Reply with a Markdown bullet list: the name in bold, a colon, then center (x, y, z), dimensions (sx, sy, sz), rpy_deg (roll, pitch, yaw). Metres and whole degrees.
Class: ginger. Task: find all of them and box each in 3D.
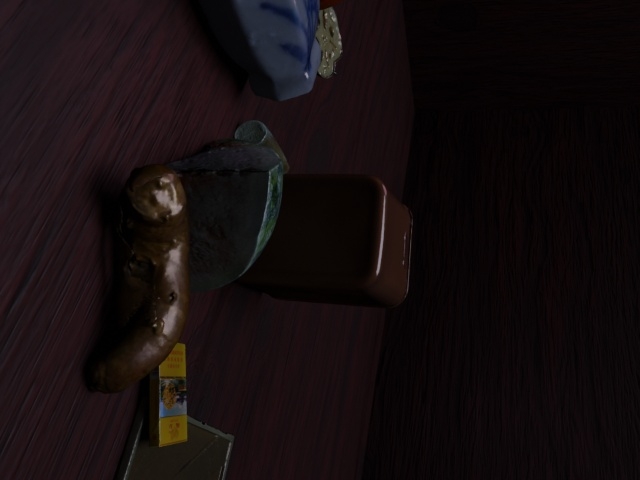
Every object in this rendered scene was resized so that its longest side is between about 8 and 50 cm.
- **ginger**: center (-0.237, 0.050, 0.737), dimensions (0.133, 0.107, 0.309), rpy_deg (-45, 140, -85)

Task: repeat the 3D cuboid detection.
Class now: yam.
- **yam**: center (-0.118, -0.192, 1.141), dimensions (0.169, 0.068, 0.068), rpy_deg (44, 50, -67)

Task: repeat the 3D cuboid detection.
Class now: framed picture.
- **framed picture**: center (-0.245, 0.422, 0.893), dimensions (0.335, 0.022, 0.247), rpy_deg (63, 33, -57)

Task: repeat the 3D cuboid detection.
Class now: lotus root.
- **lotus root**: center (-0.013, -0.536, 1.427), dimensions (0.183, 0.078, 0.203), rpy_deg (-45, 131, -49)

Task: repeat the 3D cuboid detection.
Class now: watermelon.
- **watermelon**: center (-0.191, -0.048, 0.883), dimensions (0.289, 0.214, 0.320), rpy_deg (-61, -147, 20)

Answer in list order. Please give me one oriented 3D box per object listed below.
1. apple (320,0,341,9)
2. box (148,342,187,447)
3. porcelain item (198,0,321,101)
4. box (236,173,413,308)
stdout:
- **apple**: center (-0.022, -0.631, 1.114), dimensions (0.272, 0.206, 0.251), rpy_deg (54, 52, -41)
- **box**: center (-0.238, 0.238, 0.836), dimensions (0.087, 0.023, 0.155), rpy_deg (54, 30, -72)
- **porcelain item**: center (-0.109, -0.461, 0.953), dimensions (0.405, 0.179, 0.242), rpy_deg (73, 25, -53)
- **box**: center (0.000, 0.000, 1.104), dimensions (0.229, 0.340, 0.239), rpy_deg (35, 59, -67)
